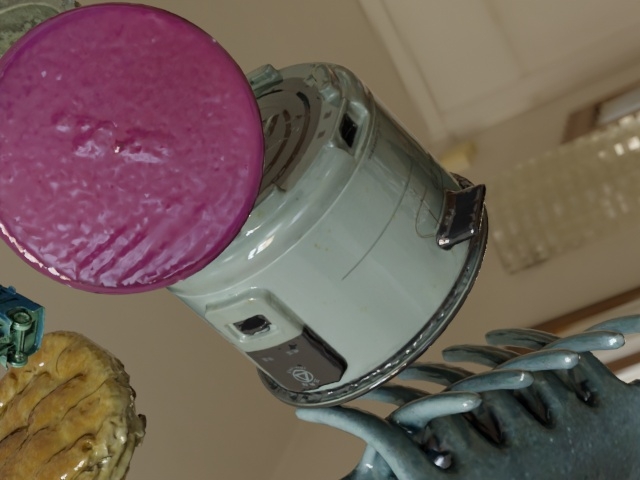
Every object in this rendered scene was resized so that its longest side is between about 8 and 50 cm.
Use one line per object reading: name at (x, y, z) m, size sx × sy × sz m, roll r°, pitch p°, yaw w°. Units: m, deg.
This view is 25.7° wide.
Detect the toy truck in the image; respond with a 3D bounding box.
toy truck at (-0.363, 0.108, 1.413) m, size 0.081 × 0.067 × 0.175 m, roll 31°, pitch -142°, yaw 23°

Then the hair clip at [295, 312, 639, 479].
hair clip at (0.160, 0.210, 1.174) m, size 0.318 × 0.392 × 0.239 m, roll -17°, pitch -84°, yaw -39°

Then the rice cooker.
rice cooker at (0.000, 0.000, 1.131) m, size 0.227 × 0.280 × 0.241 m, roll 44°, pitch -139°, yaw -31°

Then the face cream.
face cream at (-0.128, -0.053, 0.904) m, size 0.175 × 0.175 × 0.195 m, roll 65°, pitch 173°, yaw -4°

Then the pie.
pie at (-0.337, 0.266, 1.683) m, size 0.083 × 0.339 × 0.340 m, roll 37°, pitch -143°, yaw -37°

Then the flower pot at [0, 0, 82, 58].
flower pot at (-0.301, -0.092, 1.519) m, size 0.259 × 0.290 × 0.290 m, roll 49°, pitch -150°, yaw -42°
